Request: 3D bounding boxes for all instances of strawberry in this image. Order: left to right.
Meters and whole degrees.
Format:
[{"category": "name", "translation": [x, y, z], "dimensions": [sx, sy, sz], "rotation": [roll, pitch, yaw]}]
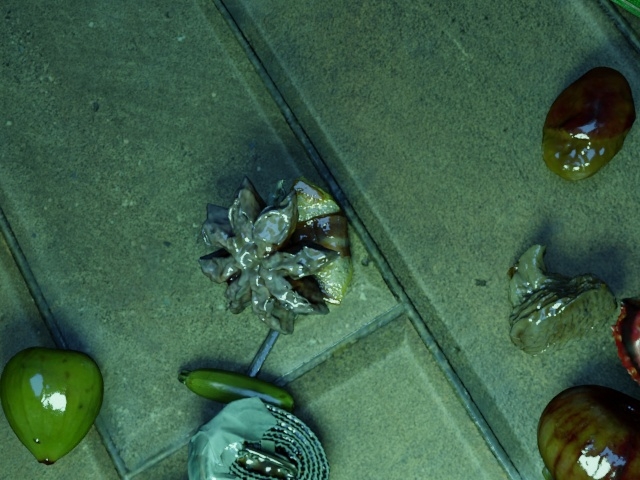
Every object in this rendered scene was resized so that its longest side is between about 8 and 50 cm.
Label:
[{"category": "strawberry", "translation": [0.630, 0.232, 1.558], "dimensions": [0.233, 0.137, 0.307], "rotation": [-10, 81, -17]}]

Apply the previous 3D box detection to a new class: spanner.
[{"category": "spanner", "translation": [-0.119, 0.235, 1.775], "dimensions": [0.054, 0.015, 0.255], "rotation": [28, 84, 18]}]

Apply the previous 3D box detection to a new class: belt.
[{"category": "belt", "translation": [-0.118, 0.410, 1.625], "dimensions": [0.257, 0.150, 0.207], "rotation": [24, 46, -7]}]

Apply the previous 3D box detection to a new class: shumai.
[{"category": "shumai", "translation": [0.427, 0.102, 1.638], "dimensions": [0.205, 0.166, 0.176], "rotation": [-23, 52, 5]}]

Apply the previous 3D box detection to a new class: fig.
[{"category": "fig", "translation": [-0.531, 0.325, 1.743], "dimensions": [0.202, 0.203, 0.225], "rotation": [-4, 70, 11]}, {"category": "fig", "translation": [0.488, 0.362, 1.518], "dimensions": [0.234, 0.235, 0.215], "rotation": [7, 92, 13]}]

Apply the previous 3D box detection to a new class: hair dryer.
[{"category": "hair dryer", "translation": [-0.120, -0.085, 1.773], "dimensions": [0.067, 0.199, 0.167], "rotation": [-20, 48, -26]}]

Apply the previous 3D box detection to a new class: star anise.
[{"category": "star anise", "translation": [-0.114, 0.038, 1.696], "dimensions": [0.331, 0.117, 0.332], "rotation": [12, 112, 32]}]

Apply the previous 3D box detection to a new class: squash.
[{"category": "squash", "translation": [-0.170, 0.291, 1.729], "dimensions": [0.251, 0.066, 0.066], "rotation": [11, 80, 15]}]

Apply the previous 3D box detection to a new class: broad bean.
[{"category": "broad bean", "translation": [0.511, -0.224, 1.693], "dimensions": [0.156, 0.122, 0.229], "rotation": [31, 82, 14]}]

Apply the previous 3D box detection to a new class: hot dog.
[{"category": "hot dog", "translation": [-0.002, -0.001, 1.763], "dimensions": [0.123, 0.093, 0.262], "rotation": [-6, 94, 14]}]

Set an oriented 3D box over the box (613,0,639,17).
[{"category": "box", "translation": [0.705, -0.502, 1.725], "dimensions": [0.250, 0.103, 0.180], "rotation": [40, 88, 18]}]
